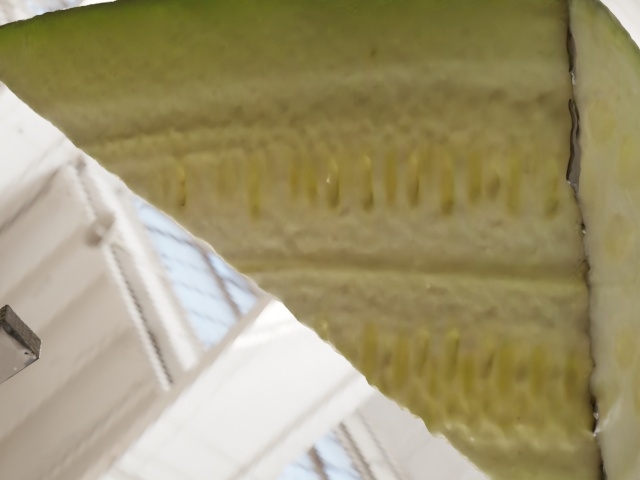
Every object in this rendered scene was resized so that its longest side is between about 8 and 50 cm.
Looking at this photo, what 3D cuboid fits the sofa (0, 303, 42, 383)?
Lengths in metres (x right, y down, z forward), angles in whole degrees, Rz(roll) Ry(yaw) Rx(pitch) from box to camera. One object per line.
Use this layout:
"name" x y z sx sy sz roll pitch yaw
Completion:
"sofa" -0.342 0.120 1.505 0.118 0.060 0.039 -34 -154 9

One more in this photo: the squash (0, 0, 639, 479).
"squash" 0.000 0.000 0.604 0.288 0.111 0.203 -3 -88 35
